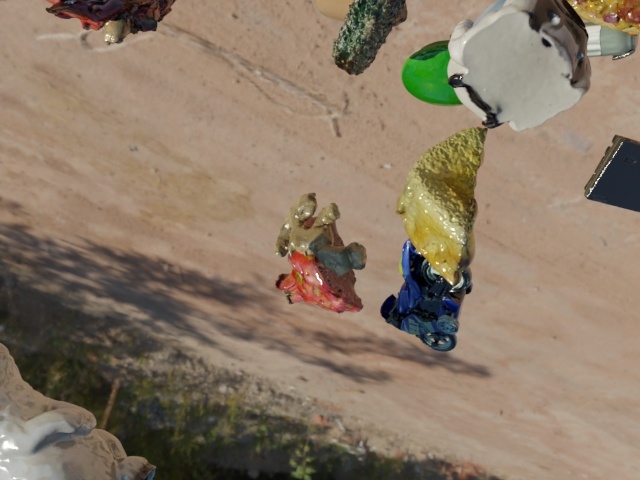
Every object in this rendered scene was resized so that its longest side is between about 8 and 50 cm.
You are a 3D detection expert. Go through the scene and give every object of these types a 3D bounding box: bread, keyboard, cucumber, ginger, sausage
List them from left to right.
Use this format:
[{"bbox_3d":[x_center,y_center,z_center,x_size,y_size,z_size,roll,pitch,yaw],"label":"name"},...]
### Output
[{"bbox_3d":[0.002,-0.016,1.380,0.065,0.149,0.259,8,-174,-42],"label":"ginger"},{"bbox_3d":[0.105,-0.632,1.824,0.253,0.123,0.123,29,171,42],"label":"sausage"},{"bbox_3d":[0.086,-0.405,1.286,0.096,0.096,0.359,19,161,-8],"label":"cucumber"},{"bbox_3d":[0.191,-0.061,1.124,0.133,0.251,0.174,11,150,6],"label":"bread"},{"bbox_3d":[0.518,-0.071,0.956,0.317,0.027,0.106,13,123,-17],"label":"keyboard"}]

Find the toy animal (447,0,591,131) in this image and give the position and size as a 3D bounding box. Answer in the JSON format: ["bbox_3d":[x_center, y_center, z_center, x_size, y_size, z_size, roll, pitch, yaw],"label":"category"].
[{"bbox_3d":[0.296,-0.288,1.056,0.204,0.155,0.208,-32,124,29],"label":"toy animal"}]

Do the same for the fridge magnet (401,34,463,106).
[{"bbox_3d":[0.286,-0.376,1.560,0.208,0.088,0.208,6,156,3],"label":"fridge magnet"}]

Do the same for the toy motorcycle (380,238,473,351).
[{"bbox_3d":[0.200,0.114,1.345,0.169,0.113,0.315,17,142,17],"label":"toy motorcycle"}]

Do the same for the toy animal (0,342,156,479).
[{"bbox_3d":[-0.445,0.321,1.048,0.357,0.194,0.257,37,115,6],"label":"toy animal"}]

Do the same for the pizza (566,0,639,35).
[{"bbox_3d":[0.625,-0.511,1.338,0.409,0.114,0.277,22,156,43],"label":"pizza"}]

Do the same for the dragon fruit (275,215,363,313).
[{"bbox_3d":[-0.027,0.081,1.655,0.134,0.261,0.211,4,145,-38],"label":"dragon fruit"}]

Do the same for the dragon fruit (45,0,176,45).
[{"bbox_3d":[-0.338,-0.468,1.030,0.278,0.277,0.342,1,118,30],"label":"dragon fruit"}]

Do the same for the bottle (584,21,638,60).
[{"bbox_3d":[0.585,-0.449,1.576,0.254,0.079,0.096,3,137,33],"label":"bottle"}]
